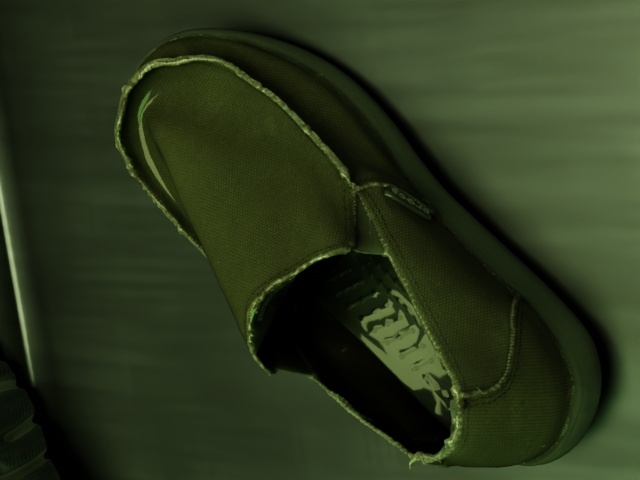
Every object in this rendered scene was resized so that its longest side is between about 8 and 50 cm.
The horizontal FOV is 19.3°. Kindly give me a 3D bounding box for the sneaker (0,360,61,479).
[{"bbox_3d":[-0.177,0.154,0.936,0.228,0.086,0.132,52,129,16],"label":"sneaker"}]

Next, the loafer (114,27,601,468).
[{"bbox_3d":[0.000,0.000,0.755,0.251,0.087,0.094,39,122,25],"label":"loafer"}]
